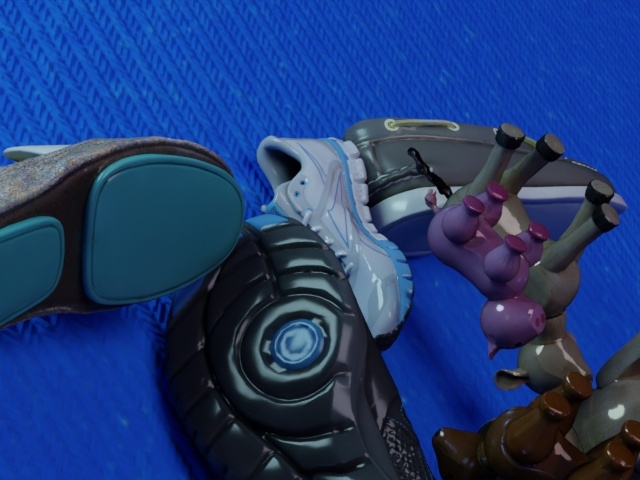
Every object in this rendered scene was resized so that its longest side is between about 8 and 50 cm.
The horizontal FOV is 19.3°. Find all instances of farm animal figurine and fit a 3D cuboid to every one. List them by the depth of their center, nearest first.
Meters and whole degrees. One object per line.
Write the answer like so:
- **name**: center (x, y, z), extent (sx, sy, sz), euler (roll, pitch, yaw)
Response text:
- **farm animal figurine**: center (0.186, 0.108, 1.246), extent (0.327, 0.172, 0.330), euler (23, 36, -14)

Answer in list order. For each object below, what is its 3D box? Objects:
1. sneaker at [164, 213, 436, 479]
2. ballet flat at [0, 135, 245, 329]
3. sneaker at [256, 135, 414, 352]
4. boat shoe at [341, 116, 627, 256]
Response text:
- **sneaker**: center (0.003, 0.139, 1.134), extent (0.139, 0.125, 0.341), euler (55, 11, -57)
- **ballet flat**: center (-0.166, -0.011, 1.052), extent (0.106, 0.107, 0.316), euler (21, 19, 28)
- **sneaker**: center (0.000, 0.000, 1.302), extent (0.083, 0.071, 0.190), euler (13, 38, -37)
- **boat shoe**: center (0.133, -0.045, 1.473), extent (0.305, 0.109, 0.091), euler (0, 62, -48)
